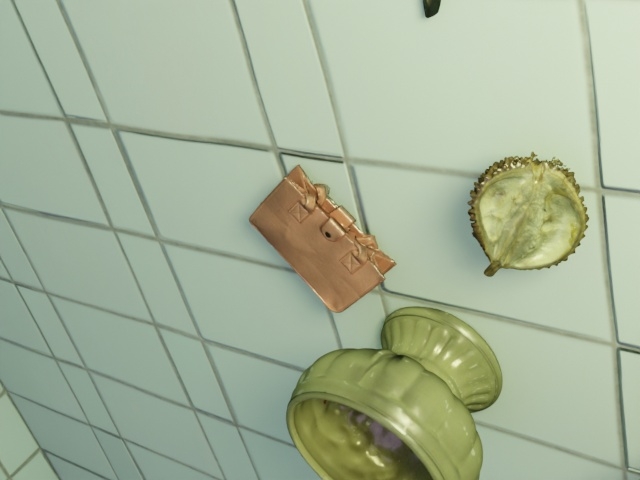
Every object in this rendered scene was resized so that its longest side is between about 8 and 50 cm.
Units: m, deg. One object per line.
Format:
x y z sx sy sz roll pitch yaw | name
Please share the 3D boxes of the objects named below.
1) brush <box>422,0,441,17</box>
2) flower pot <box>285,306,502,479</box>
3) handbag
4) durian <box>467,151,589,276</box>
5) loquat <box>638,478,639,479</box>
0.126 -0.333 1.038 0.063 0.016 0.193 22 138 27 | brush
0.127 0.254 1.420 0.307 0.244 0.307 27 141 24 | flower pot
0.000 0.000 1.442 0.212 0.059 0.157 46 143 -2 | handbag
0.243 -0.033 1.153 0.148 0.091 0.188 18 120 -6 | durian
0.519 0.411 1.149 0.328 0.328 0.328 25 139 23 | loquat
